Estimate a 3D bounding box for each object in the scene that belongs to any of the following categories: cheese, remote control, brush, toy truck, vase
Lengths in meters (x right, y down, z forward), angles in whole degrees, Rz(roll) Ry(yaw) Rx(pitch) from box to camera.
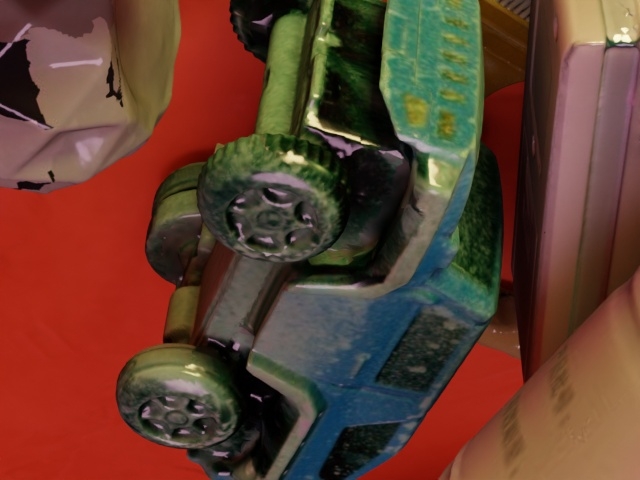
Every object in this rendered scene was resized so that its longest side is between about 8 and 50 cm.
[{"bbox_3d":[0.096,0.039,0.949,0.083,0.030,0.044,21,142,-8],"label":"cheese"},{"bbox_3d":[0.127,-0.030,0.804,0.055,0.103,0.277,-2,141,1],"label":"remote control"},{"bbox_3d":[0.069,-0.071,0.847,0.083,0.011,0.205,27,134,-24],"label":"brush"},{"bbox_3d":[0.000,0.000,0.823,0.156,0.155,0.279,17,136,-12],"label":"toy truck"},{"bbox_3d":[-0.250,-0.103,0.747,0.360,0.165,0.165,1,137,10],"label":"vase"}]

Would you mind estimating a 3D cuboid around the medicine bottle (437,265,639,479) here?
[{"bbox_3d":[0.228,0.100,0.721,0.256,0.256,0.325,31,113,-26],"label":"medicine bottle"}]
